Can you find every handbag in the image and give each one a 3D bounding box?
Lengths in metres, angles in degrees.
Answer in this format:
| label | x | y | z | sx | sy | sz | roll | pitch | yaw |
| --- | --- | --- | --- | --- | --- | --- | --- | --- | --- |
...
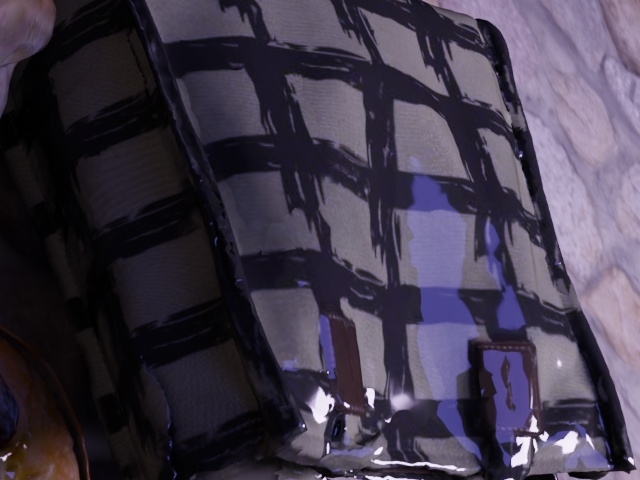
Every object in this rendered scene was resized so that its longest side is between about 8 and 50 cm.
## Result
| label | x | y | z | sx | sy | sz | roll | pitch | yaw |
| --- | --- | --- | --- | --- | --- | --- | --- | --- | --- |
| handbag | 0.000 | 0.000 | 1.001 | 0.325 | 0.162 | 0.327 | 9 | 50 | -43 |

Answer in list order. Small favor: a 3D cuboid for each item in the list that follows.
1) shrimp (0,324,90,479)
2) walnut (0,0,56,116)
| label | x | y | z | sx | sy | sz | roll | pitch | yaw |
| --- | --- | --- | --- | --- | --- | --- | --- | --- | --- |
| shrimp | -0.181 | 0.158 | 0.831 | 0.178 | 0.075 | 0.289 | 57 | 24 | -19 |
| walnut | -0.220 | -0.108 | 0.803 | 0.224 | 0.224 | 0.224 | 28 | 52 | -42 |
